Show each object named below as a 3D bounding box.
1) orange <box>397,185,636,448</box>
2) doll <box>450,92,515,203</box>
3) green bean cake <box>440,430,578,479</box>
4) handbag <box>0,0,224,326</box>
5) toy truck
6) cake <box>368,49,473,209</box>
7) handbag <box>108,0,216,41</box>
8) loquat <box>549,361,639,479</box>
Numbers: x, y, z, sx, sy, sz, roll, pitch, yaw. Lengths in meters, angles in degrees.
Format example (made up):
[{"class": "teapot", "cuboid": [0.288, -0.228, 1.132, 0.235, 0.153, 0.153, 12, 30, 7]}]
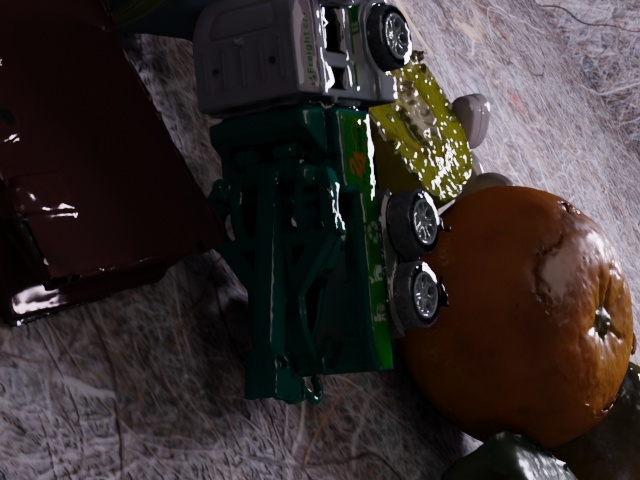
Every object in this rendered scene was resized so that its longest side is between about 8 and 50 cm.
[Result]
[{"class": "orange", "cuboid": [0.205, 0.084, 1.619, 0.284, 0.226, 0.283, 16, 70, -54]}, {"class": "doll", "cuboid": [0.154, -0.083, 1.735, 0.059, 0.161, 0.160, -17, 99, -49]}, {"class": "green bean cake", "cuboid": [0.225, 0.315, 1.511, 0.222, 0.125, 0.227, 33, 31, -46]}, {"class": "handbag", "cuboid": [-0.203, -0.076, 1.138, 0.260, 0.084, 0.275, 64, 21, 6]}, {"class": "toy truck", "cuboid": [-0.009, -0.042, 1.296, 0.178, 0.177, 0.363, 5, 79, -57]}, {"class": "cake", "cuboid": [0.038, -0.132, 1.641, 0.260, 0.156, 0.179, 56, 30, -5]}, {"class": "handbag", "cuboid": [-0.151, -0.303, 1.374, 0.241, 0.222, 0.263, -4, 63, -62]}, {"class": "loquat", "cuboid": [0.366, 0.246, 1.869, 0.227, 0.179, 0.179, 61, 20, -6]}]
